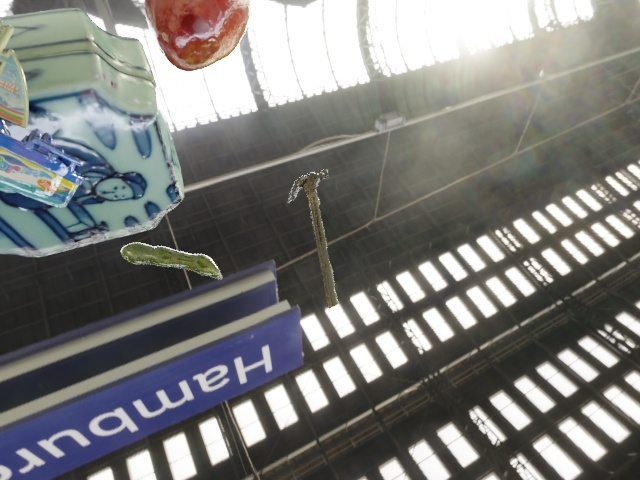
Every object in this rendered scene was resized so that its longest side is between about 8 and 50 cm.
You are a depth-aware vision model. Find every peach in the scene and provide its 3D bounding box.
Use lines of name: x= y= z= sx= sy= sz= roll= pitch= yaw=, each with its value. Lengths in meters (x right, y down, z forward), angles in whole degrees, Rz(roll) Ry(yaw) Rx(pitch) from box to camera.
peach: x=-0.248 y=-0.462 z=0.853 sx=0.199 sy=0.243 sz=0.244 roll=27 pitch=-135 yaw=-16

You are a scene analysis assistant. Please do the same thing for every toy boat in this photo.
toy boat: x=-0.243 y=-0.103 z=0.296 sx=0.091 sy=0.175 sz=0.110 roll=15 pitch=-102 yaw=34

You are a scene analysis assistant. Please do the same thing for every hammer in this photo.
hammer: x=0.000 y=0.000 z=0.931 sx=0.027 sy=0.125 sz=0.298 roll=-8 pitch=-96 yaw=-52

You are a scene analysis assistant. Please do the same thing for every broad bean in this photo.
broad bean: x=-0.357 y=0.045 z=1.023 sx=0.256 sy=0.053 sz=0.052 roll=12 pitch=-145 yaw=1

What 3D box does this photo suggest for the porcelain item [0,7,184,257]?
porcelain item: x=-0.330 y=-0.111 z=0.529 sx=0.285 sy=0.281 sz=0.157 roll=-15 pitch=-116 yaw=-17
